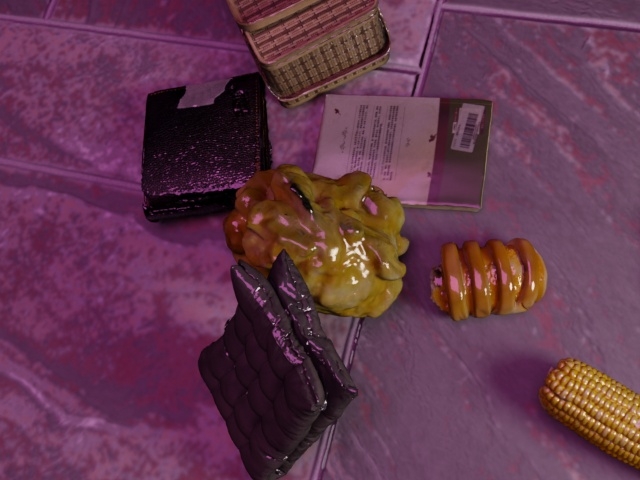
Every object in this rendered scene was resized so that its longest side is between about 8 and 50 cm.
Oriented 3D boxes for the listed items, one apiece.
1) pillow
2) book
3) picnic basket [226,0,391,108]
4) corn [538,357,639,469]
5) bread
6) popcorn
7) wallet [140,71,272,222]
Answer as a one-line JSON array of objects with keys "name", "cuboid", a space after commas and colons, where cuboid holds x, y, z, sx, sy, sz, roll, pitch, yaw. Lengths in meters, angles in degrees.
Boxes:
[{"name": "pillow", "cuboid": [-0.072, 0.189, 1.177, 0.101, 0.326, 0.228, -15, 63, -28]}, {"name": "book", "cuboid": [0.130, -0.148, 1.375, 0.289, 0.026, 0.201, 6, 73, 16]}, {"name": "picnic basket", "cuboid": [-0.038, -0.416, 1.427, 0.228, 0.175, 0.313, -25, 68, 4]}, {"name": "corn", "cuboid": [0.414, 0.252, 1.135, 0.244, 0.093, 0.093, 32, 82, 21]}, {"name": "bread", "cuboid": [0.249, 0.054, 1.250, 0.177, 0.084, 0.119, -8, 71, 7]}, {"name": "popcorn", "cuboid": [0.000, 0.000, 1.254, 0.286, 0.252, 0.215, 36, 124, 9]}, {"name": "wallet", "cuboid": [-0.198, -0.166, 1.444, 0.220, 0.071, 0.262, -10, 63, 11]}]
